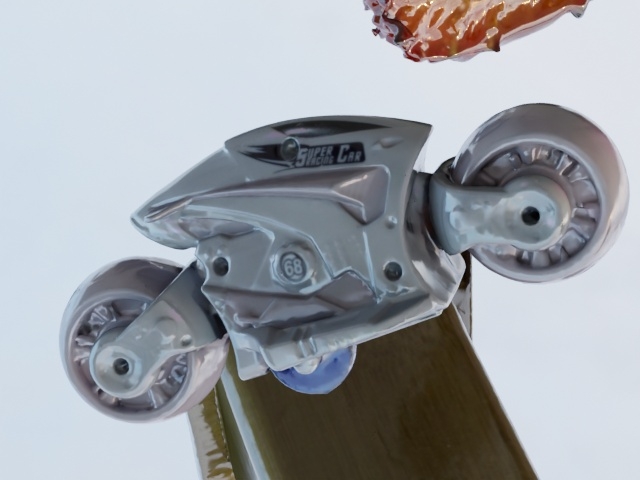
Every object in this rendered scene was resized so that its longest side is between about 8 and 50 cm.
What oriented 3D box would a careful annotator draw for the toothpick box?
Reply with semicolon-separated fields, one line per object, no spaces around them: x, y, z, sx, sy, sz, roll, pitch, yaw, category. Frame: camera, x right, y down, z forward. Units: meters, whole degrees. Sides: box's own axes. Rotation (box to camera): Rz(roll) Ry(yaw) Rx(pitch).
0.048;0.171;1.064;0.190;0.187;0.308;-16;-132;-10;toothpick box

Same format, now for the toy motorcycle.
0.000;0.000;0.770;0.254;0.112;0.112;-21;-151;17;toy motorcycle

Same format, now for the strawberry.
0.084;-0.166;1.007;0.188;0.121;0.082;-27;-139;-33;strawberry
